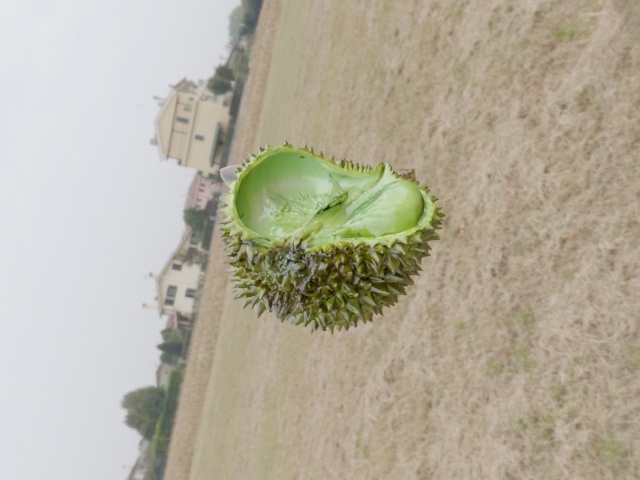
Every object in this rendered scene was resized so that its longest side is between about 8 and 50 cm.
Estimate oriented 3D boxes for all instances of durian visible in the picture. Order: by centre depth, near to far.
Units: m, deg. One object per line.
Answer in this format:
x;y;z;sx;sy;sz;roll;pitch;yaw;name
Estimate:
0.003;0.001;0.559;0.200;0.236;0.177;-107;22;-53;durian

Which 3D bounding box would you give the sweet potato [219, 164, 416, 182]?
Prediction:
-0.004;-0.086;0.853;0.114;0.341;0.092;54;-133;-60;sweet potato
